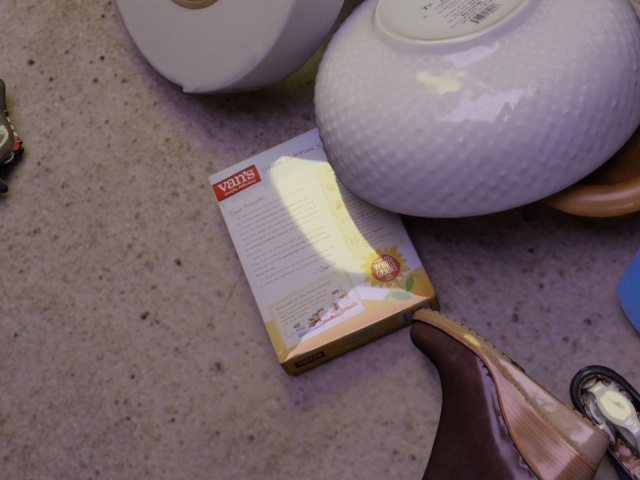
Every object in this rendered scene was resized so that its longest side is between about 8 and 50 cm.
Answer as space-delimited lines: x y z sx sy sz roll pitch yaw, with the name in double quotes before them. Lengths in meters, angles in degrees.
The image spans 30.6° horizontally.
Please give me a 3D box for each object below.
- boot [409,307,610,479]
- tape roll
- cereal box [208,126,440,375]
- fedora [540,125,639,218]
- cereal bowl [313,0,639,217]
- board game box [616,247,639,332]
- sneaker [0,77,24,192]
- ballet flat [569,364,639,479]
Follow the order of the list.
"boot" 0.121 0.197 1.084 0.207 0.090 0.248 -52 51 1
"tape roll" -0.110 -0.353 1.261 0.392 0.072 0.391 11 104 48
"cereal box" 0.000 0.000 1.224 0.173 0.047 0.240 -24 62 2
"fedora" 0.279 -0.082 1.160 0.194 0.079 0.194 -11 49 13
"cereal bowl" 0.147 -0.185 1.151 0.339 0.141 0.339 -13 40 11
"board game box" 0.367 0.030 1.105 0.133 0.033 0.168 31 100 11
"sneaker" -0.383 -0.120 1.389 0.065 0.061 0.157 8 68 -10
"ballet flat" 0.293 0.192 1.047 0.074 0.074 0.203 -35 63 -1
